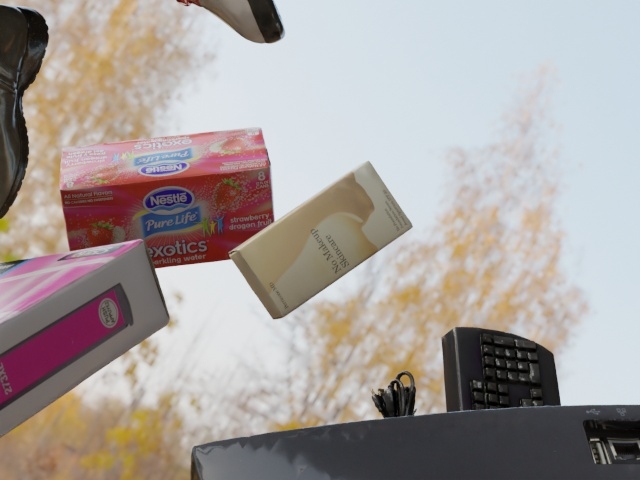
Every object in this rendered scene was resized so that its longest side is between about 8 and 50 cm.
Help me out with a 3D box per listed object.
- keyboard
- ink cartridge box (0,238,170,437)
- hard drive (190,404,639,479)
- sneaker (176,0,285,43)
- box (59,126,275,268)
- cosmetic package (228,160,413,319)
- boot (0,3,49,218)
[{"bbox_3d":[0.152,0.227,1.320,0.202,0.317,0.033,5,-32,-13],"label":"keyboard"},{"bbox_3d":[-0.253,0.095,0.733,0.176,0.371,0.069,-8,-73,30],"label":"ink cartridge box"},{"bbox_3d":[0.061,0.161,0.695,0.255,0.054,0.172,-3,-50,-12],"label":"hard drive"},{"bbox_3d":[-0.152,-0.231,1.084,0.270,0.145,0.090,55,-4,11],"label":"sneaker"},{"bbox_3d":[-0.188,-0.049,1.695,0.122,0.257,0.128,-105,-170,-60],"label":"box"},{"bbox_3d":[0.000,0.000,0.956,0.060,0.115,0.041,55,-14,-3],"label":"cosmetic package"},{"bbox_3d":[-0.380,-0.138,1.421,0.083,0.246,0.161,19,13,30],"label":"boot"}]
